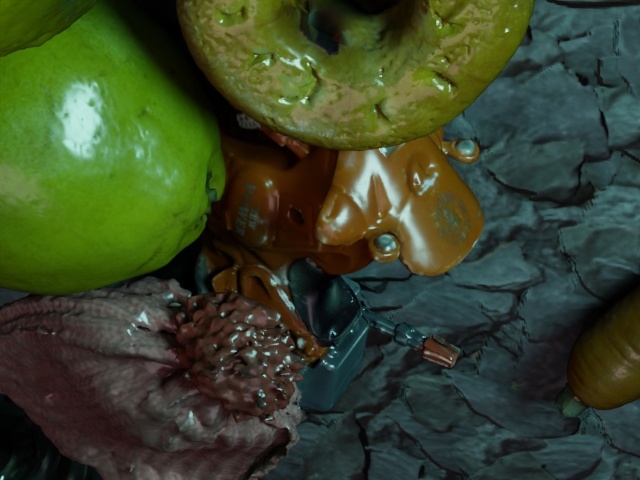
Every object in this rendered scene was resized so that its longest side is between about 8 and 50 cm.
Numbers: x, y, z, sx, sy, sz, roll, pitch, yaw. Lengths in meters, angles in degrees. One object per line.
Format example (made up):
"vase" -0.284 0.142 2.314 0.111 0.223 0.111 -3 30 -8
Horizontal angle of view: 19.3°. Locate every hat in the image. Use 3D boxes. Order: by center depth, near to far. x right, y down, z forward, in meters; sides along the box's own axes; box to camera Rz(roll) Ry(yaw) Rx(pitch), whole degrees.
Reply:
"hat" -0.104 0.095 1.303 0.237 0.107 0.286 31 149 -21

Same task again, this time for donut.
"donut" 0.020 -0.161 1.123 0.226 0.114 0.226 2 124 3

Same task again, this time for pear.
"pear" -0.190 -0.076 1.219 0.269 0.212 0.212 26 136 -5

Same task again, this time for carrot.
"carrot" 0.274 0.031 1.341 0.069 0.069 0.336 29 129 -17

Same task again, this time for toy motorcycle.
"toy motorcycle" 0.000 0.000 1.319 0.221 0.148 0.325 26 139 18

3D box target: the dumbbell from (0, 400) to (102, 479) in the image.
"dumbbell" -0.299 0.122 1.482 0.179 0.179 0.406 -5 136 19

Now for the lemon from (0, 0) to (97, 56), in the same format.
"lemon" -0.222 -0.211 1.023 0.253 0.310 0.253 7 111 18
